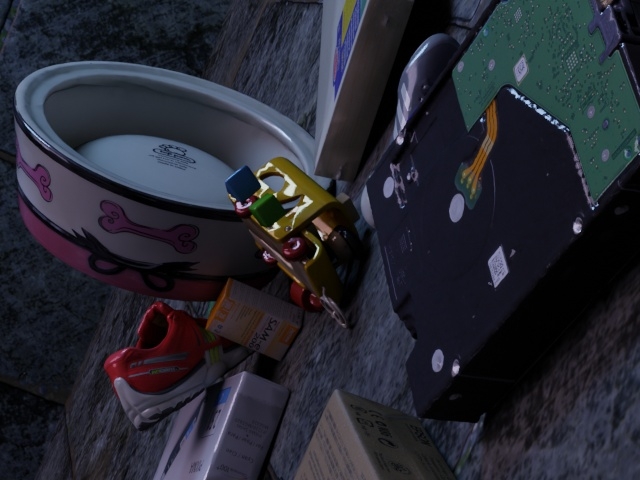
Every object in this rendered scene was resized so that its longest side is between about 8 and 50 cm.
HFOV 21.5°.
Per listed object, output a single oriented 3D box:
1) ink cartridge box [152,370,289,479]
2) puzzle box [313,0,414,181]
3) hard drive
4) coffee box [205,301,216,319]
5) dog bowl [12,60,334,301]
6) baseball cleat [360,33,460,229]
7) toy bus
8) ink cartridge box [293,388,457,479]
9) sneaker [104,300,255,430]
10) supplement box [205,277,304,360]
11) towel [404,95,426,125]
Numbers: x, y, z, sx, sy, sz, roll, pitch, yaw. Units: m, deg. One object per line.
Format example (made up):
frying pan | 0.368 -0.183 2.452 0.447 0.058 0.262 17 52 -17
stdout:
ink cartridge box | -0.143 0.300 1.991 0.296 0.066 0.261 147 144 -69
puzzle box | 0.053 -0.299 2.056 0.409 0.052 0.272 -87 12 -48
hard drive | 0.148 -0.051 1.236 0.339 0.064 0.237 123 145 -44
coffee box | -0.101 0.031 2.309 0.184 0.040 0.113 128 160 -49
dog bowl | -0.195 -0.072 2.101 0.408 0.408 0.150 -95 20 -63
baseball cleat | 0.108 -0.100 1.653 0.109 0.072 0.206 28 100 63
toy bus | -0.008 -0.009 1.841 0.104 0.202 0.191 -39 1 -10
ink cartridge box | 0.028 0.247 1.322 0.235 0.088 0.193 -121 53 -73
sneaker | -0.154 0.116 2.009 0.107 0.118 0.279 -33 2 35
supplement box | -0.077 0.093 1.980 0.036 0.098 0.062 -79 15 -53
towel | 0.149 -0.105 1.434 0.308 0.076 0.228 125 162 -46
